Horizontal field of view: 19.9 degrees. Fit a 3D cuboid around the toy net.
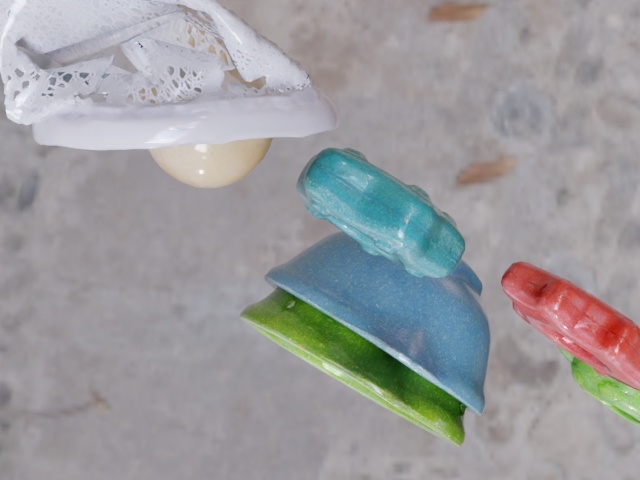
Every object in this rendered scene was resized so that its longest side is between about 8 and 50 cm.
[{"bbox_3d":[0.000,0.000,0.397,0.045,0.122,0.232,-57,144,-4],"label":"toy net"}]
